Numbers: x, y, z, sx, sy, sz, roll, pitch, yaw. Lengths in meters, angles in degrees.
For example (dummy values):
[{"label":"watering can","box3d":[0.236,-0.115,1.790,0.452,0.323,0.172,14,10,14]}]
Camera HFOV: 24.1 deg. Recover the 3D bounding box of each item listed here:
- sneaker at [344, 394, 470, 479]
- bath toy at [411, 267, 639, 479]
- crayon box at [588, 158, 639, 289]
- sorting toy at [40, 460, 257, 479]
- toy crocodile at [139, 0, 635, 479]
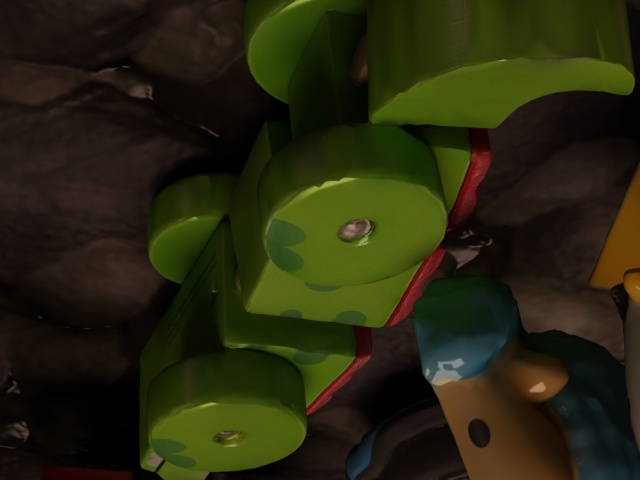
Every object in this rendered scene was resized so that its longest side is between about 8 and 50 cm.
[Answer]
[{"label":"sneaker","box3d":[0.172,0.174,0.785,0.341,0.139,0.125,18,140,-18]},{"label":"bath toy","box3d":[0.209,0.007,0.476,0.348,0.151,0.129,-22,101,23]},{"label":"crayon box","box3d":[0.274,-0.054,0.553,0.318,0.081,0.202,6,140,-6]},{"label":"sorting toy","box3d":[-0.077,0.142,0.777,0.132,0.046,0.274,3,170,6]},{"label":"toy crocodile","box3d":[0.000,0.000,0.597,0.105,0.115,0.340,10,140,-21]}]
